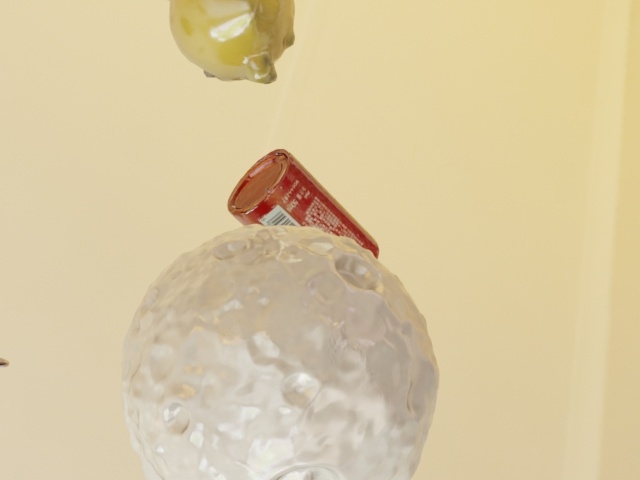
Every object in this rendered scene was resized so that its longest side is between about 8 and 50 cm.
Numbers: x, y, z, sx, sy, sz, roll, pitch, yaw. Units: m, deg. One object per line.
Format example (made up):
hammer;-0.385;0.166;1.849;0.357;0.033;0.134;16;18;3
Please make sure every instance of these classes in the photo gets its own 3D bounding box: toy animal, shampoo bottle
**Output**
toy animal;-0.116;-0.292;1.214;0.195;0.169;0.281;-22;-98;-16
shampoo bottle;-0.001;0.000;1.566;0.118;0.076;0.314;-51;-49;-5

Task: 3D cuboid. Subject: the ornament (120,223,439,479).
ornament;-0.039;0.154;1.141;0.337;0.337;0.337;21;-120;-42

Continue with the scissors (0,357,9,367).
scissors;-0.427;0.132;1.306;0.085;0.176;0.022;12;-94;-27
